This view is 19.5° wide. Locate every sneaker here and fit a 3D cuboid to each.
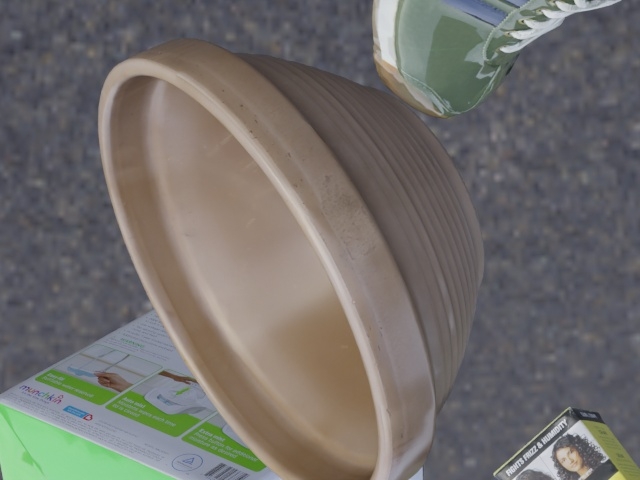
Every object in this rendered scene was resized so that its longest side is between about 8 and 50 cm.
[{"bbox_3d":[0.070,-0.089,0.561,0.086,0.064,0.192,35,148,19],"label":"sneaker"}]

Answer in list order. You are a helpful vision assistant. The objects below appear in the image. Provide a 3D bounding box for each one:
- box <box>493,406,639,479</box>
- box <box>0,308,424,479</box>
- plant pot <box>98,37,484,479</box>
[{"bbox_3d":[0.229,0.236,1.355,0.087,0.232,0.058,-43,153,17],"label":"box"},{"bbox_3d":[-0.088,0.163,1.496,0.262,0.231,0.126,16,121,36],"label":"box"},{"bbox_3d":[0.000,0.000,0.892,0.110,0.237,0.237,-30,156,-23],"label":"plant pot"}]
